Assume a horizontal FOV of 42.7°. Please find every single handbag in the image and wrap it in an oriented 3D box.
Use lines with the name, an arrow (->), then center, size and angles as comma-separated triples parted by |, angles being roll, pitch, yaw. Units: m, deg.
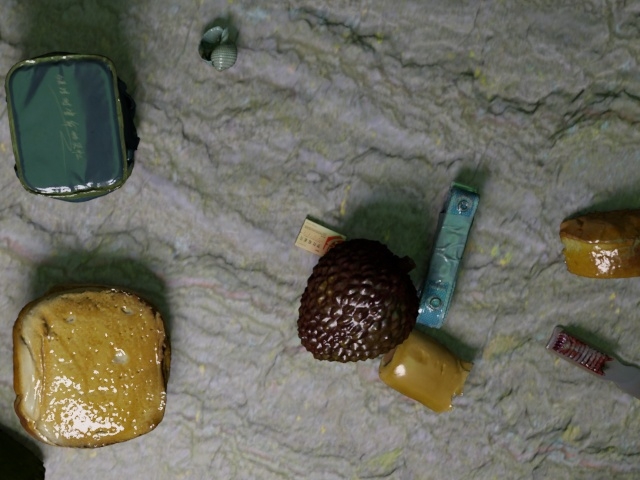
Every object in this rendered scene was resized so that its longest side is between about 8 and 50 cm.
handbag -> -0.442, -0.200, 1.464 | 0.222, 0.241, 0.263 | -5, 96, -9

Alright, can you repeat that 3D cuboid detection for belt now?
belt -> 0.254, 0.030, 1.666 | 0.072, 0.087, 0.302 | 16, 93, 3

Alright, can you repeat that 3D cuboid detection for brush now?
brush -> 0.634, 0.281, 1.762 | 0.321, 0.050, 0.060 | 28, 87, -10

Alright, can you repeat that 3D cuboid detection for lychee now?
lychee -> 0.071, 0.121, 1.574 | 0.236, 0.236, 0.271 | 42, 99, -10

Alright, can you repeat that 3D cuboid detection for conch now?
conch -> -0.196, -0.365, 1.578 | 0.076, 0.057, 0.085 | 5, 64, 8

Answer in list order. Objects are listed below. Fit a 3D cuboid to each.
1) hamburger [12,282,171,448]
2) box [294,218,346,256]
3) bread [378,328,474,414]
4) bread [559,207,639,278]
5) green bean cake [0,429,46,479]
hamburger -> -0.425, 0.236, 1.543 | 0.284, 0.174, 0.305 | 2, 95, -10
box -> 0.000, 0.000, 1.660 | 0.093, 0.015, 0.058 | 24, 90, -9
bread -> 0.211, 0.265, 1.679 | 0.173, 0.085, 0.134 | 28, 91, -10
bread -> 0.627, 0.013, 1.694 | 0.228, 0.139, 0.143 | -10, 105, -6
green bean cake -> -0.688, 0.441, 1.453 | 0.335, 0.319, 0.218 | 35, 91, -9
